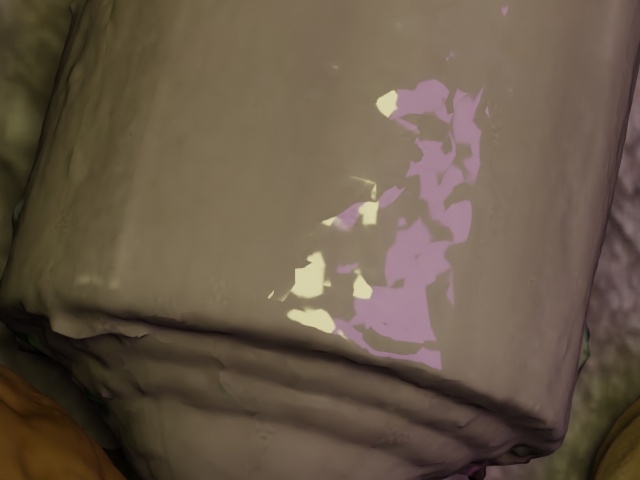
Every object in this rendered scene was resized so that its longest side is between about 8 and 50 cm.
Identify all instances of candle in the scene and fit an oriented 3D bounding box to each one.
[{"bbox_3d":[0.000,0.000,0.597,0.187,0.187,0.330,23,73,-38],"label":"candle"}]

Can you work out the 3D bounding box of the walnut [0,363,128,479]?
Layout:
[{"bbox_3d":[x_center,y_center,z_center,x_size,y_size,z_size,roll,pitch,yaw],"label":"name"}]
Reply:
[{"bbox_3d":[-0.131,0.124,0.450,0.228,0.228,0.228,3,85,-41],"label":"walnut"}]

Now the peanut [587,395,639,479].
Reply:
[{"bbox_3d":[0.158,0.141,0.764,0.129,0.129,0.224,26,71,-37],"label":"peanut"}]
